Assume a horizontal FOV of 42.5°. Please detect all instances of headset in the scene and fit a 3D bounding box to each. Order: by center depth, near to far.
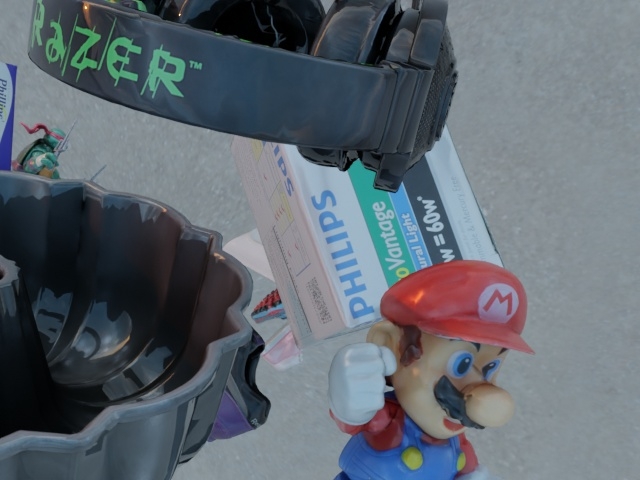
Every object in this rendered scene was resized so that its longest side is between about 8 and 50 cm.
[{"bbox_3d":[-0.005,-0.150,0.568,0.243,0.394,0.185,24,109,27],"label":"headset"}]

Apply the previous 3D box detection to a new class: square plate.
[{"bbox_3d":[0.000,0.000,1.897,0.344,0.347,0.049,-24,122,-33],"label":"square plate"}]

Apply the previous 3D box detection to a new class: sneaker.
[{"bbox_3d":[-0.138,0.126,1.128,0.124,0.107,0.284,-17,78,10],"label":"sneaker"},{"bbox_3d":[-0.043,0.180,1.478,0.134,0.051,0.070,-42,95,-15],"label":"sneaker"},{"bbox_3d":[-0.037,0.162,1.865,0.261,0.104,0.125,-19,106,25],"label":"sneaker"}]

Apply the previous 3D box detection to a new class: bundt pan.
[{"bbox_3d":[-0.207,0.072,0.494,0.330,0.331,0.124,3,114,-12],"label":"bundt pan"}]

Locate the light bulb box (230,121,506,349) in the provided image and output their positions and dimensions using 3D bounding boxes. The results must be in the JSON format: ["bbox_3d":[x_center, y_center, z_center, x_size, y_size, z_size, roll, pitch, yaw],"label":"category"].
[{"bbox_3d":[0.041,-0.054,1.166,0.225,0.361,0.358,-18,83,-14],"label":"light bulb box"}]

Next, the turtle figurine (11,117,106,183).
[{"bbox_3d":[-0.458,-0.100,1.358,0.118,0.175,0.234,30,88,16],"label":"turtle figurine"}]

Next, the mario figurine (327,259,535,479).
[{"bbox_3d":[0.081,0.169,0.646,0.170,0.198,0.321,25,103,17],"label":"mario figurine"}]

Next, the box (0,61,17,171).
[{"bbox_3d":[-0.325,-0.079,0.733,0.072,0.137,0.126,8,67,-32],"label":"box"}]
